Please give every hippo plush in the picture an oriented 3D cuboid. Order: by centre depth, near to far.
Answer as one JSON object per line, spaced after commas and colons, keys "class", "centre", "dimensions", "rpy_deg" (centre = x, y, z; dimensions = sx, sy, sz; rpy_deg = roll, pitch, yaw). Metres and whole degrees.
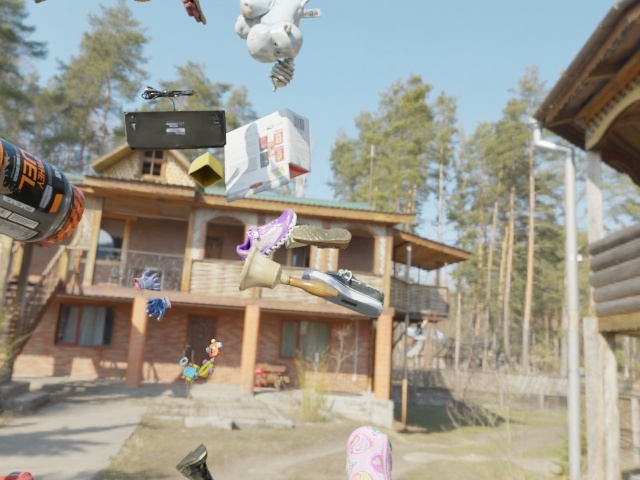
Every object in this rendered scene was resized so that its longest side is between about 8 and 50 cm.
{"class": "hippo plush", "centre": [-0.130, -0.654, 1.716], "dimensions": [0.294, 0.237, 0.234], "rpy_deg": [-8, -32, -1]}

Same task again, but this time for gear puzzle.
{"class": "gear puzzle", "centre": [-0.366, -0.664, 1.246], "dimensions": [0.044, 0.339, 0.175], "rpy_deg": [-26, -28, -6]}

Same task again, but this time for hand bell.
{"class": "hand bell", "centre": [-0.073, 0.106, 1.351], "dimensions": [0.242, 0.126, 0.126], "rpy_deg": [17, -11, 0]}

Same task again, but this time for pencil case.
{"class": "pencil case", "centre": [0.115, 0.545, 1.184], "dimensions": [0.124, 0.124, 0.284], "rpy_deg": [3, 14, 3]}

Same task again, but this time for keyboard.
{"class": "keyboard", "centre": [-0.464, -0.392, 1.691], "dimensions": [0.317, 0.202, 0.033], "rpy_deg": [-3, 9, -8]}

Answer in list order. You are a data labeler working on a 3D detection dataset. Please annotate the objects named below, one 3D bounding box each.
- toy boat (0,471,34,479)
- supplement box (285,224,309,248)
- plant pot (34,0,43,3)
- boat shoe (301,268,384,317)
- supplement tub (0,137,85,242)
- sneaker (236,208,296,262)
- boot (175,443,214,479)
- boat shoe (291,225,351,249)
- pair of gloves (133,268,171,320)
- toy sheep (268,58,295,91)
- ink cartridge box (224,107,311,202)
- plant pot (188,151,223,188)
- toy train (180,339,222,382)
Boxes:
{"class": "toy boat", "centre": [-0.855, 0.609, 1.342], "dimensions": [0.151, 0.151, 0.231], "rpy_deg": [-12, -12, 26]}
{"class": "supplement box", "centre": [-0.081, -0.013, 1.862], "dimensions": [0.083, 0.056, 0.083], "rpy_deg": [-9, -14, -15]}
{"class": "plant pot", "centre": [-0.757, -0.819, 1.502], "dimensions": [0.187, 0.188, 0.167], "rpy_deg": [-13, 21, 45]}
{"class": "boat shoe", "centre": [0.085, 0.157, 1.822], "dimensions": [0.306, 0.105, 0.113], "rpy_deg": [22, -36, -5]}
{"class": "supplement tub", "centre": [-0.751, -0.124, 1.253], "dimensions": [0.207, 0.207, 0.338], "rpy_deg": [-2, -20, 26]}
{"class": "sneaker", "centre": [-0.176, -0.014, 1.675], "dimensions": [0.104, 0.236, 0.095], "rpy_deg": [40, 5, -23]}
{"class": "boot", "centre": [-0.334, 0.672, 1.532], "dimensions": [0.077, 0.137, 0.198], "rpy_deg": [-40, -5, -37]}
{"class": "boat shoe", "centre": [0.000, 0.000, 1.561], "dimensions": [0.178, 0.064, 0.060], "rpy_deg": [4, -48, -9]}
{"class": "pair of gloves", "centre": [-0.640, 0.209, 2.024], "dimensions": [0.023, 0.198, 0.159], "rpy_deg": [-21, 0, 17]}
{"class": "toy sheep", "centre": [-0.136, -0.580, 1.844], "dimensions": [0.091, 0.132, 0.091], "rpy_deg": [32, 16, -10]}
{"class": "ink cartridge box", "centre": [-0.192, -0.281, 1.882], "dimensions": [0.309, 0.272, 0.130], "rpy_deg": [-12, -16, 36]}
{"class": "plant pot", "centre": [-0.367, -0.234, 1.704], "dimensions": [0.081, 0.083, 0.081], "rpy_deg": [-24, -43, 20]}
{"class": "toy train", "centre": [-0.398, 0.418, 1.799], "dimensions": [0.166, 0.125, 0.046], "rpy_deg": [-27, -48, 12]}
